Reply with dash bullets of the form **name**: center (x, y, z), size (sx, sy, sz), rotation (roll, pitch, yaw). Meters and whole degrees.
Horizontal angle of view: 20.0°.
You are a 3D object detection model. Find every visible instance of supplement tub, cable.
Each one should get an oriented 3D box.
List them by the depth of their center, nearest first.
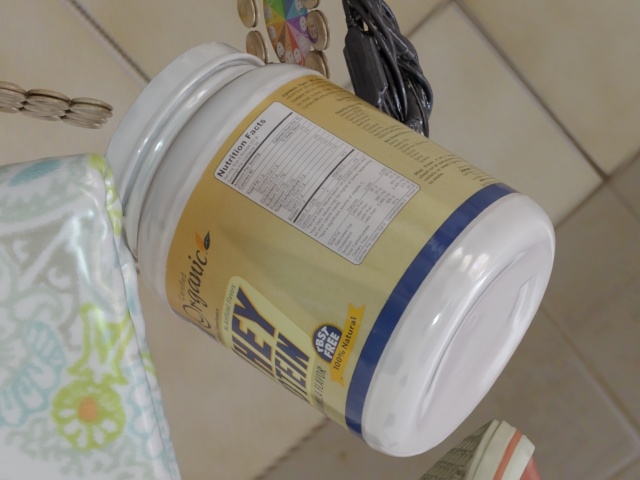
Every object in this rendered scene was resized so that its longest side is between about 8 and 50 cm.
- **supplement tub**: center (0.000, 0.000, 1.426), size (0.316, 0.228, 0.228), rotation (32, 104, 21)
- **cable**: center (0.058, -0.164, 1.554), size (0.047, 0.150, 0.184), rotation (-21, 77, 18)

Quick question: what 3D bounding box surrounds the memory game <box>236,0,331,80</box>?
- **memory game**: center (-0.036, -0.201, 1.654), size (0.012, 0.186, 0.186), rotation (-15, 112, -24)

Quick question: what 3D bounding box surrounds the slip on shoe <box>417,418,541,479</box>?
- **slip on shoe**: center (0.043, 0.210, 0.719), size (0.101, 0.331, 0.123), rotation (32, 132, -13)

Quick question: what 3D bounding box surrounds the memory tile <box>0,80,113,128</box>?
- **memory tile**: center (-0.254, -0.120, 1.551), size (0.148, 0.113, 0.012), rotation (10, 84, -11)

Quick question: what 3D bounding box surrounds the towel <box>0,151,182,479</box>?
- **towel**: center (-0.243, 0.152, 1.089), size (0.320, 0.090, 0.375), rotation (-11, 104, 3)
